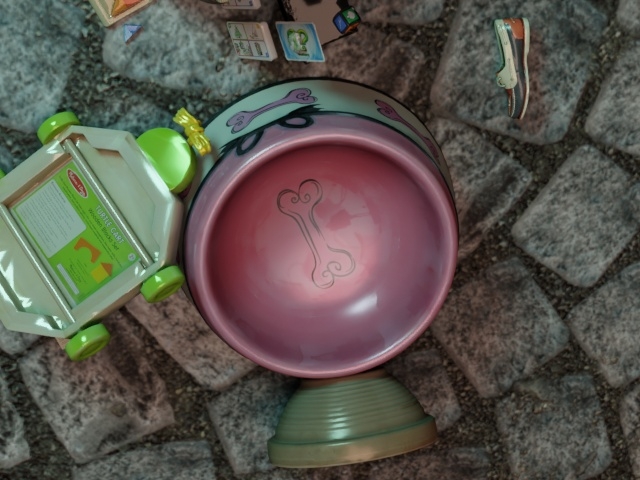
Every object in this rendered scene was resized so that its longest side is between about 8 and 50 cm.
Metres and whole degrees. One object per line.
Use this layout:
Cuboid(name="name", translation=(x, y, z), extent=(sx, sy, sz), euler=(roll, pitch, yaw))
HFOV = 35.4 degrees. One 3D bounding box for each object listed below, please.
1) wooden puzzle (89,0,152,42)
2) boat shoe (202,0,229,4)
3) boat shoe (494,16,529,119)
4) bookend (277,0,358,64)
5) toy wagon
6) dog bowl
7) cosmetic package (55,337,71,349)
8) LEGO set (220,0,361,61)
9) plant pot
Cuboid(name="wooden puzzle", translation=(-0.253, -0.309, 1.237), extent=(0.078, 0.014, 0.116), euler=(-35, 112, 4))
Cuboid(name="boat shoe", translation=(-0.115, -0.339, 1.102), extent=(0.132, 0.355, 0.130), euler=(-49, 136, -14))
Cuboid(name="boat shoe", translation=(0.253, -0.228, 1.336), extent=(0.043, 0.049, 0.137), euler=(-5, 108, -5))
Cuboid(name="bookend", translation=(0.020, -0.325, 1.245), extent=(0.157, 0.072, 0.156), euler=(-23, 111, -1))
Cuboid(name="toy wagon", translation=(-0.273, -0.030, 1.245), extent=(0.344, 0.068, 0.267), euler=(-37, 78, 4))
Cuboid(name="dog bowl", translation=(0.000, 0.000, 1.322), extent=(0.407, 0.150, 0.408), euler=(-3, 111, -8))
Cuboid(name="cosmetic package", translation=(-0.351, 0.080, 1.339), extent=(0.041, 0.060, 0.115), euler=(-24, 114, -1))
Cuboid(name="LEGO set", translation=(-0.042, -0.301, 1.171), extent=(0.060, 0.244, 0.183), euler=(-33, 118, -28))
Cuboid(name="plant pot", translation=(0.037, 0.237, 1.390), extent=(0.237, 0.237, 0.110), euler=(-9, 87, -6))
